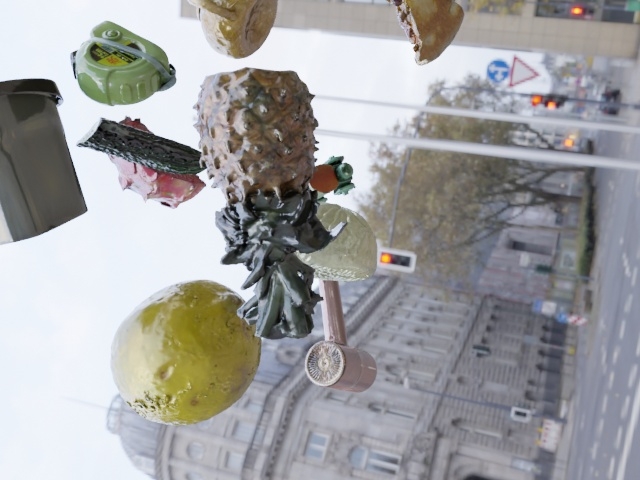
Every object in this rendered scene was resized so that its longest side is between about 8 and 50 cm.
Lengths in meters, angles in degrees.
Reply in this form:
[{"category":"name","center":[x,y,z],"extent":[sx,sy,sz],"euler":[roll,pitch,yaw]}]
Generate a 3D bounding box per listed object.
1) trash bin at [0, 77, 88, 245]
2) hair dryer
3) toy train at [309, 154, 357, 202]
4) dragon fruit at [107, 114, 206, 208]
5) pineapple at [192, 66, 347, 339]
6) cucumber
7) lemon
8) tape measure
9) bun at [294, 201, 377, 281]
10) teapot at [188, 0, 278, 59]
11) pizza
[{"category":"trash bin","center":[-0.535,-0.131,1.279],"extent":[0.219,0.220,0.250],"euler":[-41,-62,-59]},{"category":"hair dryer","center":[0.040,0.180,1.769],"extent":[0.189,0.107,0.344],"euler":[27,-128,-57]},{"category":"toy train","center":[-0.027,-0.148,2.103],"extent":[0.177,0.285,0.116],"euler":[-21,-91,-32]},{"category":"dragon fruit","center":[-0.403,-0.160,1.656],"extent":[0.126,0.274,0.161],"euler":[-53,-21,18]},{"category":"pineapple","center":[-0.056,-0.041,0.876],"extent":[0.141,0.170,0.309],"euler":[-17,-78,-65]},{"category":"cucumber","center":[-0.355,-0.185,1.533],"extent":[0.077,0.265,0.077],"euler":[-162,90,-71]},{"category":"lemon","center":[-0.237,0.198,1.359],"extent":[0.310,0.258,0.258],"euler":[-39,5,31]},{"category":"tape measure","center":[-0.342,-0.293,1.284],"extent":[0.154,0.178,0.087],"euler":[-47,-25,-40]},{"category":"bun","center":[0.000,0.000,1.387],"extent":[0.220,0.221,0.134],"euler":[40,-122,-71]},{"category":"teapot","center":[-0.209,-0.522,1.688],"extent":[0.203,0.167,0.311],"euler":[-66,-13,21]},{"category":"pizza","center":[0.175,-0.430,1.408],"extent":[0.194,0.069,0.154],"euler":[47,-109,-25]}]
